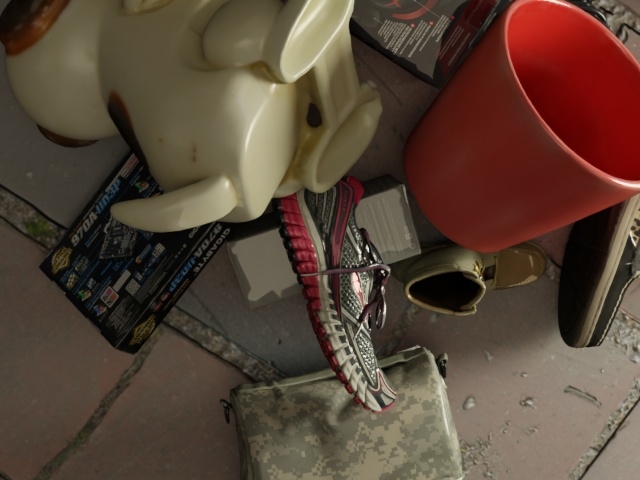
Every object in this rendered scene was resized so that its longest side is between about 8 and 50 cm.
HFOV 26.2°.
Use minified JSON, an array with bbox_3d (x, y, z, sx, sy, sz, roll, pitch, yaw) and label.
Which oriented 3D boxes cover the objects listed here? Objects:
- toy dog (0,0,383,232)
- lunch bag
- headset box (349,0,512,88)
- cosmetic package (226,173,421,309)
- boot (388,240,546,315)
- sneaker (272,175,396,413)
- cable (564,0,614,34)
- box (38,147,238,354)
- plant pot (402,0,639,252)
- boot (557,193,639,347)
[{"bbox_3d":[-0.184,-0.178,1.630,0.408,0.284,0.395,21,67,28],"label":"toy dog"},{"bbox_3d":[0.037,0.286,1.799,0.305,0.212,0.256,-10,100,-6],"label":"lunch bag"},{"bbox_3d":[0.107,-0.344,1.729,0.293,0.110,0.218,31,97,-11],"label":"headset box"},{"bbox_3d":[0.000,0.000,1.782,0.238,0.127,0.107,-16,101,-4],"label":"cosmetic package"},{"bbox_3d":[0.203,0.047,1.789,0.213,0.165,0.077,0,102,-4],"label":"boot"},{"bbox_3d":[0.037,0.067,1.672,0.112,0.121,0.299,-19,99,-5],"label":"sneaker"},{"bbox_3d":[0.322,-0.237,1.812,0.150,0.047,0.184,-36,100,-3],"label":"cable"},{"bbox_3d":[-0.234,0.007,1.748,0.175,0.051,0.220,41,96,29],"label":"box"},{"bbox_3d":[0.249,-0.124,1.694,0.275,0.275,0.243,40,134,-12],"label":"plant pot"},{"bbox_3d":[0.492,-0.008,1.825,0.284,0.138,0.377,13,104,-13],"label":"boot"}]
